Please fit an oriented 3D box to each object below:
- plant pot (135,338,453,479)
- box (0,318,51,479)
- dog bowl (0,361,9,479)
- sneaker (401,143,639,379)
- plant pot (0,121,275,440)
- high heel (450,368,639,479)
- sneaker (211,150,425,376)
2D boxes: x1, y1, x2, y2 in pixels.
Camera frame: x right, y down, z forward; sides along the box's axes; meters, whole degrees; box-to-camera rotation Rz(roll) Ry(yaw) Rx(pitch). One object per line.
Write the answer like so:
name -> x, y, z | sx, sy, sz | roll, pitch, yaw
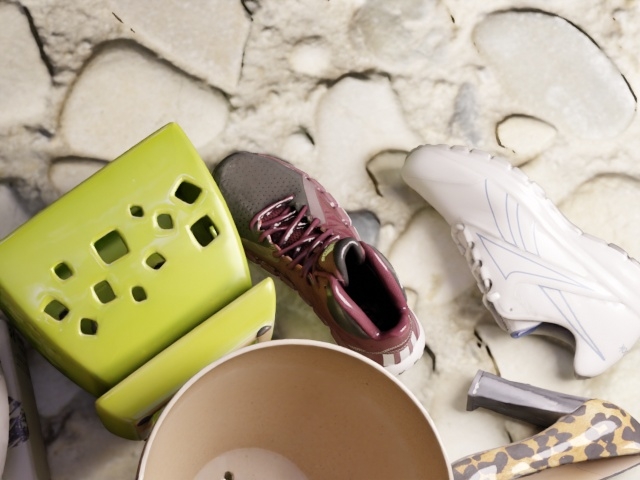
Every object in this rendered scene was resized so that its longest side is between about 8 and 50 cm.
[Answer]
plant pot -> -0.042, 0.243, 1.756 | 0.284, 0.191, 0.284 | 3, 77, -15
box -> -0.315, 0.223, 1.831 | 0.113, 0.094, 0.275 | -15, 73, -3
dog bowl -> -0.461, 0.173, 1.781 | 0.349, 0.102, 0.349 | -5, 77, 22
sneaker -> 0.191, 0.015, 1.883 | 0.297, 0.111, 0.129 | 38, 83, 12
plant pot -> -0.165, 0.054, 1.818 | 0.227, 0.228, 0.207 | -36, 82, -10
high heel -> 0.199, 0.255, 1.810 | 0.186, 0.093, 0.261 | 16, 65, 12
sneaker -> 0.000, 0.000, 1.857 | 0.106, 0.162, 0.281 | -42, 77, -11
